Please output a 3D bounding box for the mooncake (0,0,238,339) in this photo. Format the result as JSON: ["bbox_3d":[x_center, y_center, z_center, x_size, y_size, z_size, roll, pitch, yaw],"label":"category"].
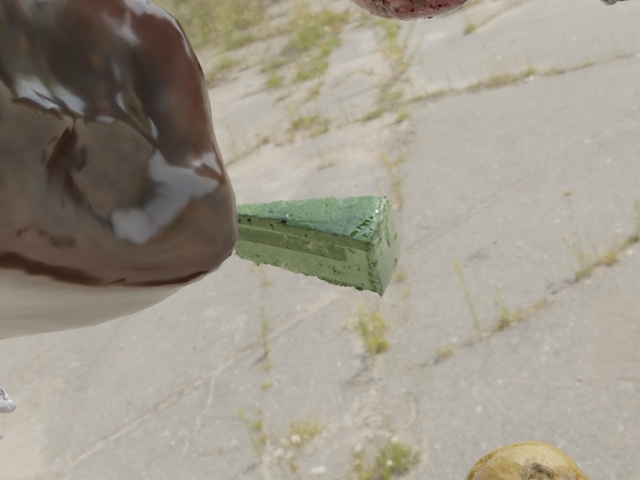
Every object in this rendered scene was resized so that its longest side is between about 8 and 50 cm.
[{"bbox_3d":[-0.199,-0.051,0.382,0.325,0.174,0.334,4,-17,-33],"label":"mooncake"}]

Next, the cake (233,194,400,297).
[{"bbox_3d":[-0.010,-0.010,1.199,0.235,0.100,0.099,11,43,28],"label":"cake"}]

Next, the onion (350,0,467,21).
[{"bbox_3d":[0.106,-0.362,1.025,0.246,0.190,0.246,-8,65,18],"label":"onion"}]

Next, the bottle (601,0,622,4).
[{"bbox_3d":[0.169,-0.241,0.487,0.168,0.169,0.347,-5,-17,36],"label":"bottle"}]

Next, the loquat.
[{"bbox_3d":[0.405,0.526,1.728,0.276,0.284,0.276,-13,39,11],"label":"loquat"}]

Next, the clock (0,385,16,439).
[{"bbox_3d":[-0.359,0.187,0.939,0.087,0.041,0.129,-40,32,-21],"label":"clock"}]
